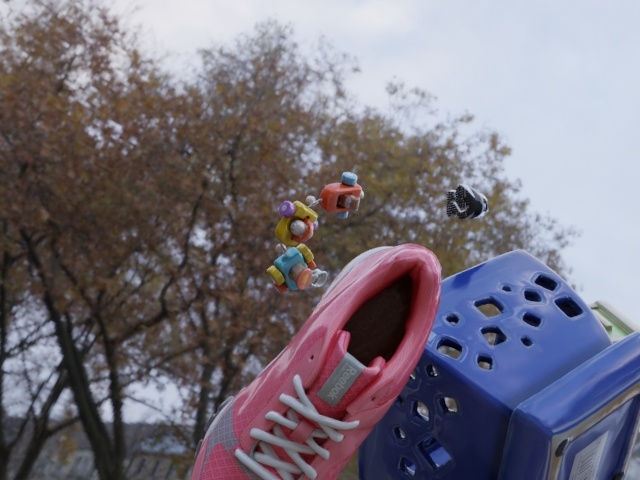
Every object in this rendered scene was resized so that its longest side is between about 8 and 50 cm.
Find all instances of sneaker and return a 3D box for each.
[{"bbox_3d":[-0.008,0.122,0.673,0.116,0.314,0.136,34,-13,3],"label":"sneaker"},{"bbox_3d":[0.173,-0.043,0.976,0.044,0.040,0.109,2,5,-2],"label":"sneaker"}]

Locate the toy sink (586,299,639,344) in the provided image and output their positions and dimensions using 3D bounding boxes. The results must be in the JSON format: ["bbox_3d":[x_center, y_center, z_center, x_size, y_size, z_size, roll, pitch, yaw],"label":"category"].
[{"bbox_3d":[0.461,0.188,1.463,0.234,0.153,0.131,-3,-70,-9],"label":"toy sink"}]

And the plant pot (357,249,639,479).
[{"bbox_3d":[0.197,0.178,0.901,0.212,0.236,0.236,32,-49,40],"label":"plant pot"}]

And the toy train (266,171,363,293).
[{"bbox_3d":[0.000,0.000,1.061,0.125,0.166,0.046,-4,30,-39],"label":"toy train"}]
